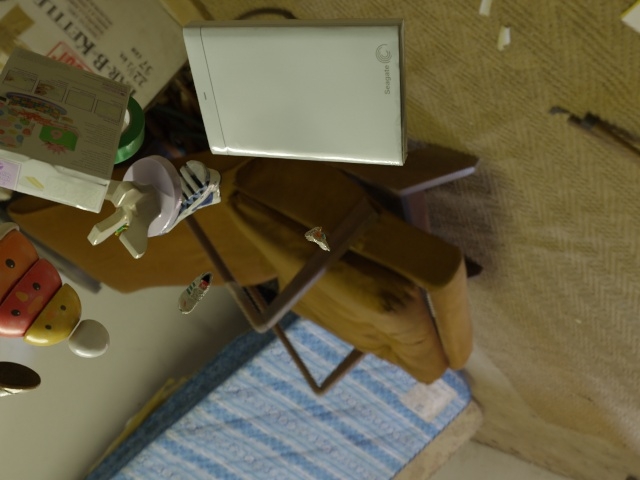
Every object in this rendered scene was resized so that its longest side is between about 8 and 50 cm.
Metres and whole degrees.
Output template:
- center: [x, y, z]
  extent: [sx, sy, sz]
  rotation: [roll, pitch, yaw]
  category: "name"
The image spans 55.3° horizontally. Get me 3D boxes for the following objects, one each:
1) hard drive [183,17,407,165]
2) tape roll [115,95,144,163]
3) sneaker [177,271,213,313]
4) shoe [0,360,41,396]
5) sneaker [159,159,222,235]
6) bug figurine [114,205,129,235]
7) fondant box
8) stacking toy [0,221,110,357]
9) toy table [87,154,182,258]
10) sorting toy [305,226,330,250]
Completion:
- center: [-0.037, -0.242, 1.006]
  extent: [0.353, 0.047, 0.233]
  rotation: [5, 128, 17]
  category: "hard drive"
- center: [-0.762, -0.393, 2.071]
  extent: [0.321, 0.321, 0.077]
  rotation: [32, 143, 7]
  category: "tape roll"
- center: [-0.389, 0.157, 1.920]
  extent: [0.057, 0.161, 0.075]
  rotation: [41, 136, -12]
  category: "sneaker"
- center: [-0.787, 0.331, 1.460]
  extent: [0.219, 0.058, 0.076]
  rotation: [16, -145, -31]
  category: "shoe"
- center: [-0.429, -0.133, 2.036]
  extent: [0.127, 0.315, 0.182]
  rotation: [57, -155, 17]
  category: "sneaker"
- center: [-0.651, -0.131, 2.184]
  extent: [0.279, 0.216, 0.072]
  rotation: [-11, 146, 23]
  category: "bug figurine"
- center: [-0.520, -0.225, 1.203]
  extent: [0.238, 0.330, 0.096]
  rotation: [16, 129, -23]
  category: "fondant box"
- center: [-0.857, 0.199, 1.872]
  extent: [0.480, 0.350, 0.350]
  rotation: [34, 161, -15]
  category: "stacking toy"
- center: [-0.473, -0.084, 1.525]
  extent: [0.252, 0.161, 0.274]
  rotation: [42, 132, 12]
  category: "toy table"
- center: [0.000, 0.000, 1.806]
  extent: [0.075, 0.045, 0.083]
  rotation: [54, 169, -12]
  category: "sorting toy"
